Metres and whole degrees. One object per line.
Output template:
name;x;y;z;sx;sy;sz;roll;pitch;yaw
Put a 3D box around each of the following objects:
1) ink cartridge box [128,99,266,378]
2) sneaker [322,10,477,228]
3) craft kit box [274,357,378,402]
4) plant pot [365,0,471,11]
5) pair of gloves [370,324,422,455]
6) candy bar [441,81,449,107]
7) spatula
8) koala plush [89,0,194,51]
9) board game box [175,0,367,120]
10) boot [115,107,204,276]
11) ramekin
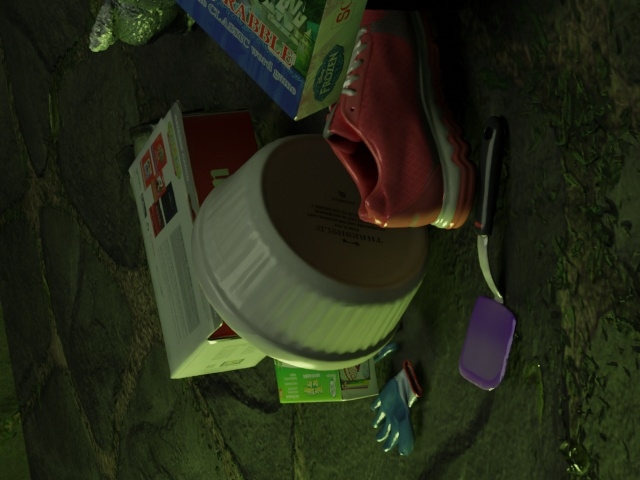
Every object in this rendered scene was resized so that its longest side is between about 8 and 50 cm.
ink cartridge box;-0.137;-0.004;2.145;0.272;0.130;0.309;137;123;-64
sneaker;0.060;-0.155;1.730;0.116;0.136;0.314;125;131;-62
craft kit box;-0.010;0.084;2.098;0.250;0.061;0.247;164;100;-70
plant pot;0.073;-0.355;1.639;0.187;0.188;0.167;115;149;-53
pair of gloves;0.080;0.163;2.005;0.159;0.023;0.198;114;139;-54
candy bar;0.122;-0.173;1.780;0.040;0.018;0.161;145;111;-67
spatula;0.178;0.014;1.719;0.084;0.030;0.296;31;127;58
koala plush;-0.249;-0.362;2.314;0.203;0.196;0.221;52;142;28
board game box;-0.073;-0.330;1.570;0.319;0.066;0.318;45;145;23
boot;-0.214;-0.064;2.469;0.338;0.118;0.223;141;114;-75
ramekin;0.000;0.000;1.840;0.127;0.272;0.273;-51;52;44
